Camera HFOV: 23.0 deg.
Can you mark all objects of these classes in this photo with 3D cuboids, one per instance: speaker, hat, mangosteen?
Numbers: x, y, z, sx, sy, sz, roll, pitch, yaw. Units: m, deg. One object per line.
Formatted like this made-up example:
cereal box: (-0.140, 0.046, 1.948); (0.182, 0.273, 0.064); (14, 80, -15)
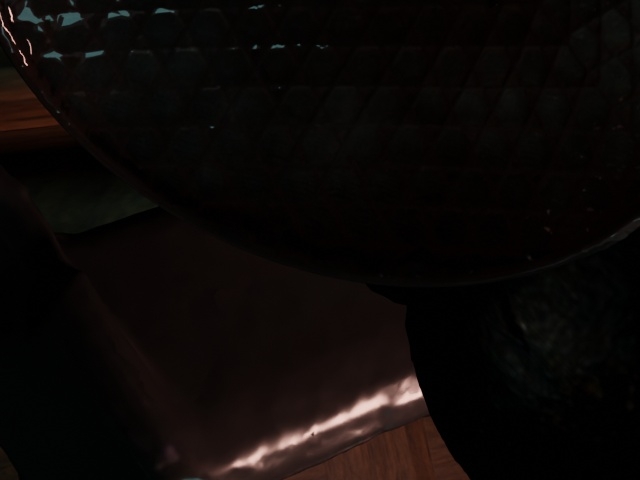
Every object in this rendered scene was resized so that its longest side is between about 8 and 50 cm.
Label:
speaker: (0.000, 0.000, 0.728); (0.388, 0.184, 0.180); (-18, 175, -30)
hat: (0.012, -0.082, 0.387); (0.193, 0.082, 0.193); (12, 136, 12)
mangosteen: (0.117, -0.010, 0.489); (0.243, 0.243, 0.243); (-11, 169, -2)
